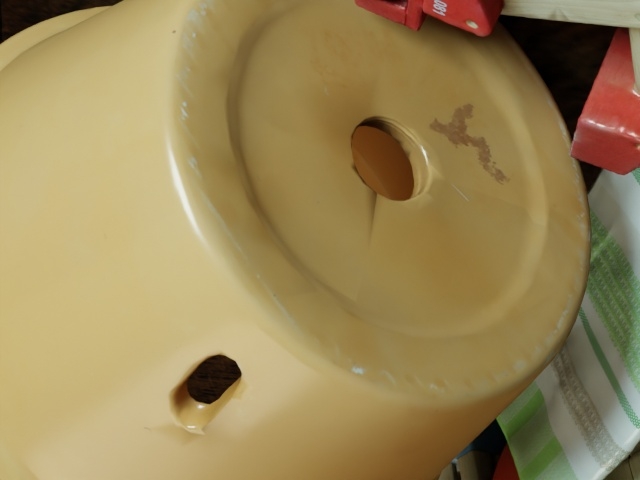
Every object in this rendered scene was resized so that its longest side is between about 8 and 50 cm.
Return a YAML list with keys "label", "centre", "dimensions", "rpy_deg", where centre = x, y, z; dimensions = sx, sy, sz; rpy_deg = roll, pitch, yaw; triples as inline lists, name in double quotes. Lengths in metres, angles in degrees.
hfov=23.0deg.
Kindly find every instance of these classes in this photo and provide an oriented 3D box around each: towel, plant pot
- label: "towel"
  centre: [0.121, 0.039, 0.700]
  dimensions: [0.023, 0.152, 0.113]
  rpy_deg: [14, -145, -30]
- label: "plant pot"
  centre: [-0.027, 0.003, 0.667]
  dimensions: [0.291, 0.291, 0.203]
  rpy_deg: [31, 144, -19]

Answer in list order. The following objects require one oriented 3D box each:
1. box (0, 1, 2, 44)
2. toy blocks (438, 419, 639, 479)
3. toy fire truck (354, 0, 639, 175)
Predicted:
- label: "box"
  centre: [-0.253, -0.008, 0.767]
  dimensions: [0.143, 0.381, 0.191]
  rpy_deg: [-12, 155, 13]
- label: "toy blocks"
  centre: [0.180, 0.122, 0.742]
  dimensions: [0.190, 0.261, 0.381]
  rpy_deg: [17, 141, -35]
- label: "toy fire truck"
  centre: [0.077, -0.095, 0.560]
  dimensions: [0.135, 0.047, 0.192]
  rpy_deg: [24, 165, 7]
